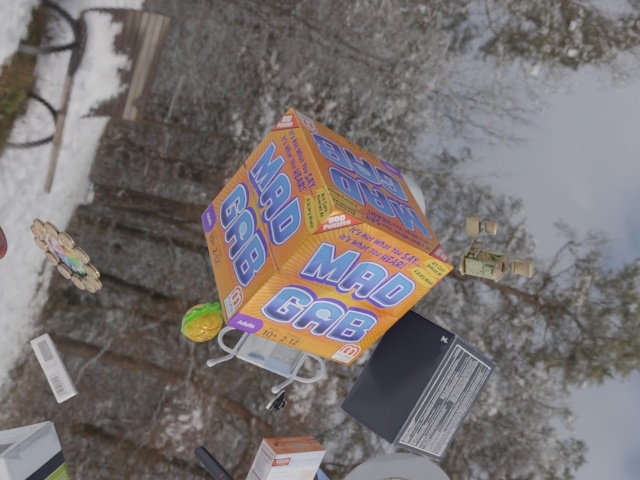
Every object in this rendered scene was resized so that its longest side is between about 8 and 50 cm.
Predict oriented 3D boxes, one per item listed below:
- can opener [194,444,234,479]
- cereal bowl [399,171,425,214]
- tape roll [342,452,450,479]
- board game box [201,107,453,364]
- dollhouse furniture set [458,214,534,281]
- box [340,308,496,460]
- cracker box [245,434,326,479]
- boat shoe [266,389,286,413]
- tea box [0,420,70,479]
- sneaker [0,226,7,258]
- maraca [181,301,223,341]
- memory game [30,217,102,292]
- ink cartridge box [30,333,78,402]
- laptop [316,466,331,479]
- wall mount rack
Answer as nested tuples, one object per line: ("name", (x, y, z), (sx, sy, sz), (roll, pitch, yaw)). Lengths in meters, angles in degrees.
("can opener", (-0.200, 0.495, 1.497), (0.186, 0.073, 0.059), (46, -28, 22))
("cereal bowl", (0.209, -0.039, 2.171), (0.141, 0.339, 0.338), (26, -76, 33))
("tape roll", (0.130, 0.474, 1.237), (0.219, 0.219, 0.072), (-106, 179, -56))
("board game box", (0.000, 0.000, 1.629), (0.356, 0.356, 0.356), (-47, -140, 23))
("dollhouse furniture set", (0.488, 0.026, 2.018), (0.182, 0.101, 0.160), (11, -60, 35))
("box", (0.247, 0.355, 1.790), (0.183, 0.294, 0.296), (28, -95, 37))
("cracker box", (-0.102, 0.580, 1.726), (0.067, 0.156, 0.232), (37, -71, 45))
("boat shoe", (-0.117, 0.459, 2.057), (0.046, 0.038, 0.125), (-52, 171, 8))
("tea box", (-0.819, 0.663, 1.807), (0.220, 0.329, 0.323), (-38, 115, -76))
("sneaker", (-0.709, -0.056, 1.434), (0.135, 0.098, 0.276), (26, -35, 48))
("maraca", (-0.333, 0.224, 2.041), (0.099, 0.127, 0.185), (57, -21, 22))
("memory game", (-0.495, 0.032, 1.408), (0.012, 0.186, 0.186), (-48, -178, -31))
("ink cartridge box", (-0.731, 0.353, 1.996), (0.180, 0.056, 0.225), (64, -22, 3))
("laptop", (0.031, 1.011, 2.311), (0.408, 0.237, 0.381), (-51, 138, -50))
("wall mount rack", (-0.166, 0.332, 2.134), (0.304, 0.350, 0.130), (-57, 160, -45))
